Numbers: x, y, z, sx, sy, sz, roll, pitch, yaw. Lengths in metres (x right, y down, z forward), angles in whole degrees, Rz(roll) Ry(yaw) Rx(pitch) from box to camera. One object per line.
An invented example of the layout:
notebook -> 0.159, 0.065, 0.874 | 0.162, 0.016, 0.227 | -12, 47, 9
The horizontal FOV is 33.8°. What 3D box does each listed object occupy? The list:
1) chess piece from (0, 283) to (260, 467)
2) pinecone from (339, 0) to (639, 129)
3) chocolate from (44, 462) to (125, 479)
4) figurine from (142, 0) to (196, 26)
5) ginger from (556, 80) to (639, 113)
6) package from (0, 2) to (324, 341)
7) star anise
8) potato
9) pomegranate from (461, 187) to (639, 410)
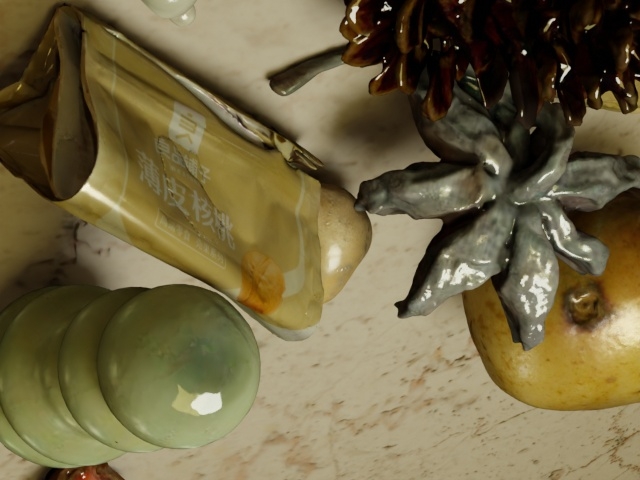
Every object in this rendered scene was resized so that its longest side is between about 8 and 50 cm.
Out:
chess piece -> -0.172, 0.116, 0.927 | 0.182, 0.182, 0.330 | 5, 170, -33
pinecone -> 0.160, -0.196, 0.849 | 0.246, 0.292, 0.246 | -44, 146, -41
chocolate -> -0.272, 0.334, 1.253 | 0.124, 0.133, 0.127 | -15, 135, -11
figurine -> -0.093, -0.243, 0.812 | 0.146, 0.081, 0.098 | -43, 137, 15
ginger -> 0.296, -0.200, 1.040 | 0.267, 0.152, 0.138 | -13, 179, -26
package -> -0.120, -0.065, 0.918 | 0.165, 0.221, 0.311 | -56, 137, -2
star anise -> 0.154, -0.045, 1.000 | 0.360, 0.315, 0.139 | -11, 176, -10
potato -> -0.002, 0.001, 1.096 | 0.112, 0.112, 0.147 | -4, 140, -26
pomegranate -> 0.305, 0.063, 1.193 | 0.307, 0.307, 0.307 | -16, 137, -15
